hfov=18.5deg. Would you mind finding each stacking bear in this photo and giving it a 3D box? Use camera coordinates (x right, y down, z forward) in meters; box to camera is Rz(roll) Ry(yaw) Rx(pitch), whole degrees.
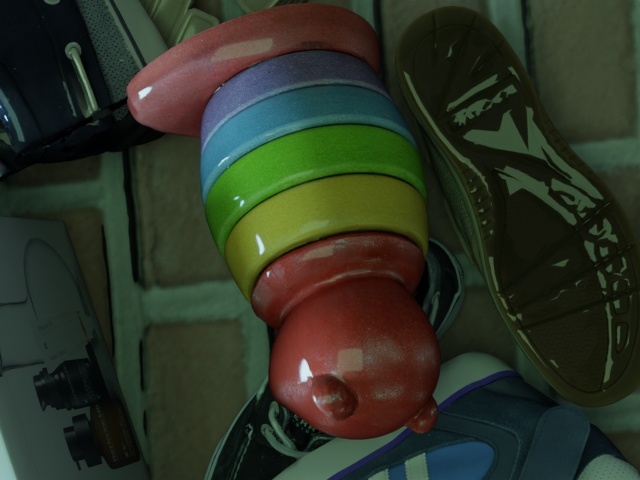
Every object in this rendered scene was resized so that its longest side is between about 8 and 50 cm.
[{"bbox_3d":[0.000,0.000,1.324,0.164,0.175,0.289,-34,58,30],"label":"stacking bear"}]

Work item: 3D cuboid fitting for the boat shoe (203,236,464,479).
[{"bbox_3d":[0.000,0.126,1.423,0.108,0.102,0.301,38,97,10],"label":"boat shoe"}]

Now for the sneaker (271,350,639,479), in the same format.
[{"bbox_3d":[0.082,0.240,1.329,0.323,0.130,0.236,-38,57,-14],"label":"sneaker"}]

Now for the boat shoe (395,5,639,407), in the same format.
[{"bbox_3d":[0.144,-0.022,1.399,0.109,0.098,0.302,-28,82,-3],"label":"boat shoe"}]

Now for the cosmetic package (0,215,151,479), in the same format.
[{"bbox_3d":[-0.203,0.170,1.374,0.097,0.284,0.377,-20,86,11],"label":"cosmetic package"}]

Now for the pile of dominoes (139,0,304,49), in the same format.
[{"bbox_3d":[-0.110,-0.258,1.496,0.196,0.040,0.251,-46,73,10],"label":"pile of dominoes"}]

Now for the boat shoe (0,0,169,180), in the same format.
[{"bbox_3d":[-0.250,-0.201,1.435,0.340,0.158,0.127,55,139,7],"label":"boat shoe"}]
